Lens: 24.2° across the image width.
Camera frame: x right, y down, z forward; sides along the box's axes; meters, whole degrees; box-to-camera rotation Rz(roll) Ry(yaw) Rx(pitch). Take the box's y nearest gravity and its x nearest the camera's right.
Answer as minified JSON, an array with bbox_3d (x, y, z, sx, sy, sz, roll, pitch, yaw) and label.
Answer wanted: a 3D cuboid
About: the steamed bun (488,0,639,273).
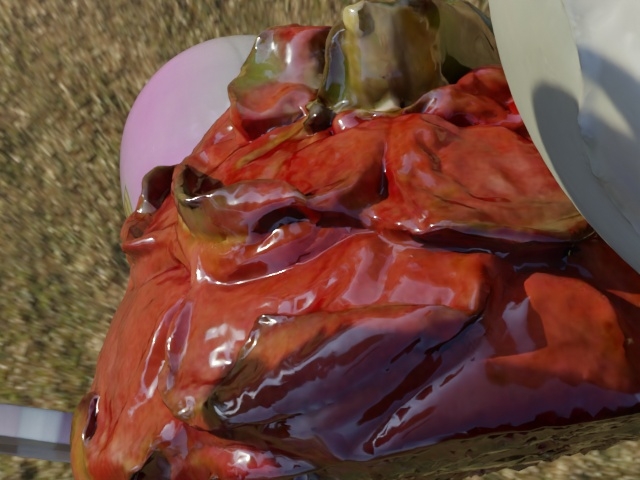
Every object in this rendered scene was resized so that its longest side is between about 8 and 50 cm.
[{"bbox_3d":[0.206,-0.096,0.478,0.309,0.309,0.309,0,83,0],"label":"steamed bun"}]

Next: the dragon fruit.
[{"bbox_3d":[0.000,0.000,0.593,0.317,0.152,0.205,-18,74,23],"label":"dragon fruit"}]

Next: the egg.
[{"bbox_3d":[-0.038,-0.028,1.037,0.196,0.271,0.196,-10,123,-16],"label":"egg"}]

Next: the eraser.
[{"bbox_3d":[-0.210,0.142,1.097,0.105,0.065,0.026,8,66,-7],"label":"eraser"}]
